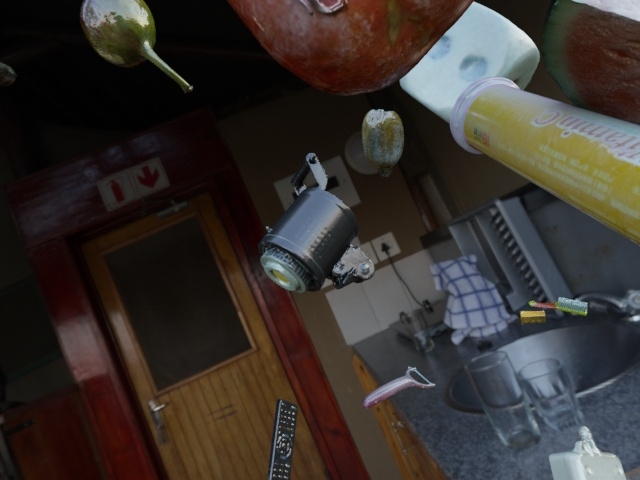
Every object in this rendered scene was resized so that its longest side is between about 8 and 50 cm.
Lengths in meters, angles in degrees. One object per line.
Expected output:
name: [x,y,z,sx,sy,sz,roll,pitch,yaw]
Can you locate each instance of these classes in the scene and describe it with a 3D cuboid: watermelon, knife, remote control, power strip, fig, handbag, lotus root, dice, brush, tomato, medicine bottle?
watermelon: [0.285,-0.164,0.403,0.136,0.202,0.207,-16,-47,16]
knife: [0.259,0.510,1.504,0.277,0.053,0.123,-12,21,-28]
remote control: [-0.084,0.456,0.882,0.025,0.245,0.063,-16,-38,31]
power strip: [0.404,0.441,0.595,0.098,0.338,0.058,10,-31,-17]
fig: [-0.355,-0.380,0.846,0.149,0.245,0.149,-47,-5,-5]
handbag: [0.779,0.283,1.574,0.083,0.027,0.061,-7,-42,23]
lotus root: [0.171,-0.263,1.170,0.113,0.192,0.088,6,37,21]
dice: [0.399,-0.460,1.171,0.265,0.262,0.268,-55,-22,23]
brush: [0.382,0.103,0.692,0.083,0.021,0.019,6,27,30]
tomato: [0.025,-0.247,0.344,0.232,0.232,0.189,-25,21,17]
medicine bottle: [0.271,-0.079,0.436,0.108,0.108,0.426,-24,30,3]

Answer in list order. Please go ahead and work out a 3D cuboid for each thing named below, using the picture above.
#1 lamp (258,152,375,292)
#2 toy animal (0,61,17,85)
lamp: [-0.042,-0.003,1.159,0.272,0.374,0.205,-31,-4,-27]
toy animal: [-0.546,-0.278,0.699,0.065,0.047,0.135,-5,11,-17]
